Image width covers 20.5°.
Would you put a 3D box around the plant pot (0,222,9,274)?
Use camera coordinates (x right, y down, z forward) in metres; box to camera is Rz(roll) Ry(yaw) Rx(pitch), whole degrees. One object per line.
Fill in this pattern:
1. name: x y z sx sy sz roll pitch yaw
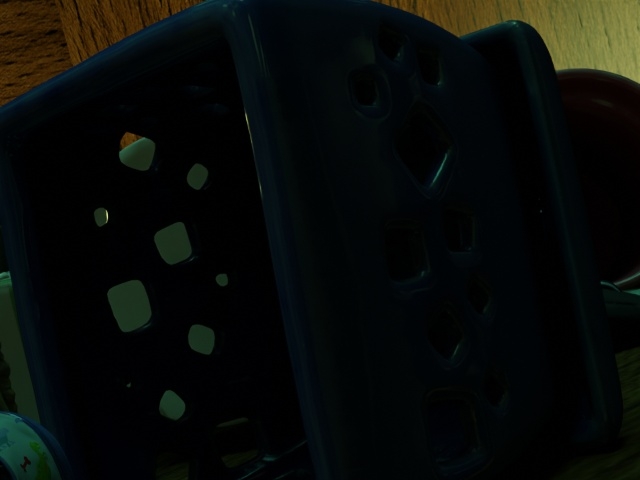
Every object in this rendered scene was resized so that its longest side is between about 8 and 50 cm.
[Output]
1. plant pot: -0.262 0.021 1.580 0.187 0.167 0.188 2 -17 -38

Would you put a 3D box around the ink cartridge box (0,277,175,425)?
1. ink cartridge box: -0.178 0.093 1.318 0.093 0.154 0.212 -13 1 27

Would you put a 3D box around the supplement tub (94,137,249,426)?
1. supplement tub: 0.000 0.000 1.314 0.241 0.241 0.331 -15 1 33

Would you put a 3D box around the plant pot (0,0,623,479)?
1. plant pot: 0.001 0.018 0.841 0.212 0.236 0.236 -9 -4 -38

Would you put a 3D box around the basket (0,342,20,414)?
1. basket: -0.317 0.065 0.935 0.223 0.299 0.213 -12 4 36

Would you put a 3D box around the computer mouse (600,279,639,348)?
1. computer mouse: 0.175 0.046 1.236 0.262 0.060 0.184 -15 2 9

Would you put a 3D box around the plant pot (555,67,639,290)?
1. plant pot: 0.216 -0.027 1.544 0.201 0.201 0.180 -16 -15 -4

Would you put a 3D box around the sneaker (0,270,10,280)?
1. sneaker: -0.204 0.047 1.450 0.190 0.083 0.071 -28 -1 -41

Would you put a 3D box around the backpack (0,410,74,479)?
1. backpack: -0.162 0.124 0.778 0.114 0.105 0.084 -10 4 22
